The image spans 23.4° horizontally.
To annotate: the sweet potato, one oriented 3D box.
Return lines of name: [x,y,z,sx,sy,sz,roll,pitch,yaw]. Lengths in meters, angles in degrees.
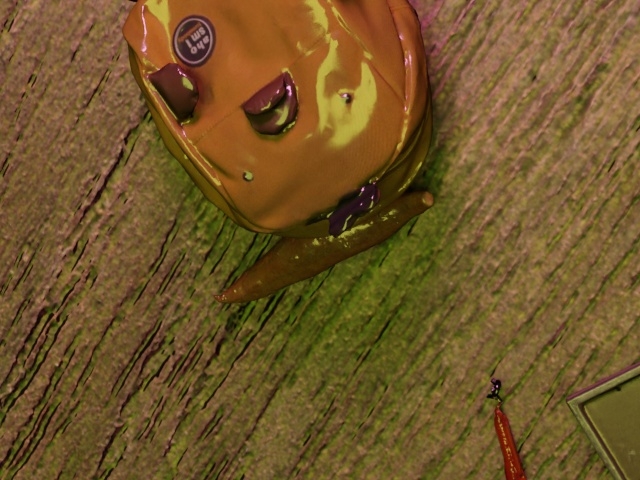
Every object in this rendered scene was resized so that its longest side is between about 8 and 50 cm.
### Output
sweet potato: [0.000,0.000,1.838,0.314,0.066,0.072,-24,89,23]

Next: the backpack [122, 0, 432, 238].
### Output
backpack: [-0.040,-0.187,1.722,0.353,0.201,0.378,-39,82,25]

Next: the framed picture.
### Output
framed picture: [0.461,0.208,1.781,0.289,0.016,0.213,-31,94,21]

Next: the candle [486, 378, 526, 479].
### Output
candle: [0.225,0.247,1.857,0.026,0.021,0.167,-13,100,18]
